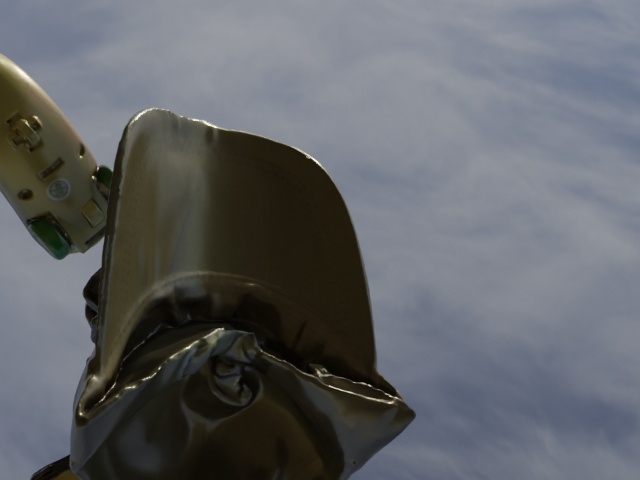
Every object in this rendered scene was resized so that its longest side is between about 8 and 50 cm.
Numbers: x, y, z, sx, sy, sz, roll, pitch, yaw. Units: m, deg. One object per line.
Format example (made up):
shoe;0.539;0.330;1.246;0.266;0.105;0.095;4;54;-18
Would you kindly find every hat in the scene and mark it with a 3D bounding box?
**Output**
hat;-0.057;0.039;0.418;0.144;0.166;0.173;-52;-138;33

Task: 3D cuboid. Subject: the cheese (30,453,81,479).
cheese;-0.123;0.155;0.594;0.162;0.086;0.036;-28;-112;6

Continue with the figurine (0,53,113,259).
figurine;-0.367;-0.110;1.034;0.124;0.325;0.222;-43;-134;-17

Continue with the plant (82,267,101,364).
plant;-0.123;0.127;0.873;0.198;0.276;0.188;-30;-156;-14
